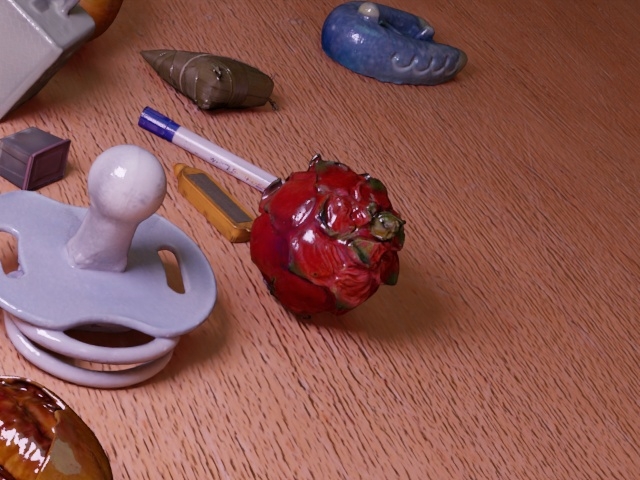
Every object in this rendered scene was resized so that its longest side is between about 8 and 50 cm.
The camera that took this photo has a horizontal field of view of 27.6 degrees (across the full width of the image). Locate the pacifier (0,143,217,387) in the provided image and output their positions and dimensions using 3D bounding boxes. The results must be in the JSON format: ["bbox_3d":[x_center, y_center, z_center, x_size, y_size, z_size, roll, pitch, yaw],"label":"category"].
[{"bbox_3d":[-0.233,0.001,1.432,0.299,0.233,0.244,5,37,-29],"label":"pacifier"}]

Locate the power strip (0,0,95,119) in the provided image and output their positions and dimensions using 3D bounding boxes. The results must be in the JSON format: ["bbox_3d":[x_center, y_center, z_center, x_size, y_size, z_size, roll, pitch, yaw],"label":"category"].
[{"bbox_3d":[-0.403,-0.291,1.772,0.139,0.224,0.140,46,28,-7],"label":"power strip"}]

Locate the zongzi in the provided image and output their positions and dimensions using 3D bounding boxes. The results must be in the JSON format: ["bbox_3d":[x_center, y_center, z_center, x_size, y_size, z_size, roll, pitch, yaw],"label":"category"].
[{"bbox_3d":[-0.173,-0.270,2.105,0.178,0.081,0.189,31,22,32],"label":"zongzi"}]

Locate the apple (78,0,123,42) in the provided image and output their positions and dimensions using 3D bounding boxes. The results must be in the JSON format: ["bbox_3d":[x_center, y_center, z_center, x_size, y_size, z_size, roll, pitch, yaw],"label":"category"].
[{"bbox_3d":[-0.408,-0.421,1.998,0.242,0.242,0.241,15,23,-17],"label":"apple"}]

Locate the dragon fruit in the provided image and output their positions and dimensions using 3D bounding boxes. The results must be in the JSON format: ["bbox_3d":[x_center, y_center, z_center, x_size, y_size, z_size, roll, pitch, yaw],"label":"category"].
[{"bbox_3d":[0.000,0.000,1.660,0.193,0.274,0.192,-34,102,-32],"label":"dragon fruit"}]

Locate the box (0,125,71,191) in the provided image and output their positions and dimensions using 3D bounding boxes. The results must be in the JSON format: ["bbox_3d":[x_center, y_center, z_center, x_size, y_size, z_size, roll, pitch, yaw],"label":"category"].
[{"bbox_3d":[-0.375,-0.108,1.688,0.063,0.060,0.085,28,30,15],"label":"box"}]

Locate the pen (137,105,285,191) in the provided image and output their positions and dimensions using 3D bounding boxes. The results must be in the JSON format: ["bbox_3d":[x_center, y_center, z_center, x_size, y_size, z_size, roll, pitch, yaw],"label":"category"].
[{"bbox_3d":[-0.147,-0.121,1.913,0.269,0.033,0.033,29,29,6],"label":"pen"}]

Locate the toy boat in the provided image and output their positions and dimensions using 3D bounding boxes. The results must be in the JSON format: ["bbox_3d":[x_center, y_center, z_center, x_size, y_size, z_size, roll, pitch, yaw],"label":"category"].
[{"bbox_3d":[0.145,-0.399,2.507,0.330,0.123,0.215,-2,40,-42],"label":"toy boat"}]

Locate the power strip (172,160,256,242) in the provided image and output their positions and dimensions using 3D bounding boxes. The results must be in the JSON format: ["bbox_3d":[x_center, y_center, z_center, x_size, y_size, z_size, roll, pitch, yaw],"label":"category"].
[{"bbox_3d":[-0.151,-0.056,1.803,0.049,0.028,0.178,-10,44,-46],"label":"power strip"}]

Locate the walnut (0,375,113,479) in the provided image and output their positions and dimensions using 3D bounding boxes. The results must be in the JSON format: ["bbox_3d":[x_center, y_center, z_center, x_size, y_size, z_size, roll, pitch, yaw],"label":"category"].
[{"bbox_3d":[-0.274,0.192,1.216,0.207,0.116,0.116,41,33,27],"label":"walnut"}]
